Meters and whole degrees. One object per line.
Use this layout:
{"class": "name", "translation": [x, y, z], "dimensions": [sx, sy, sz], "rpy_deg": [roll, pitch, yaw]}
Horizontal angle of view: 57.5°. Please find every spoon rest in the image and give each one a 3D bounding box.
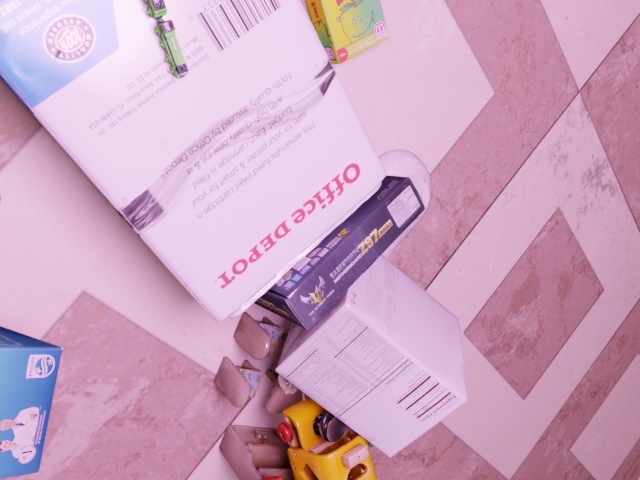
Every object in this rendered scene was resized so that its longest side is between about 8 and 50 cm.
{"class": "spoon rest", "translation": [0.118, -0.010, 0.954], "dimensions": [0.137, 0.084, 0.277], "rpy_deg": [6, 91, -36]}

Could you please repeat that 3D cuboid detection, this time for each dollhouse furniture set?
{"class": "dollhouse furniture set", "translation": [-0.038, 0.258, 0.886], "dimensions": [0.212, 0.161, 0.242], "rpy_deg": [19, 96, -37]}

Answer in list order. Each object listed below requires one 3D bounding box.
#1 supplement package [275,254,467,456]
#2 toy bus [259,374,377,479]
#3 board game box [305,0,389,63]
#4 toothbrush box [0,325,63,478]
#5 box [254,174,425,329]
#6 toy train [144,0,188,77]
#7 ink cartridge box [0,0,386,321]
{"class": "supplement package", "translation": [0.075, 0.143, 0.816], "dimensions": [0.203, 0.194, 0.149], "rpy_deg": [39, 115, -9]}
{"class": "toy bus", "translation": [0.019, 0.293, 0.803], "dimensions": [0.202, 0.104, 0.191], "rpy_deg": [35, 65, -32]}
{"class": "board game box", "translation": [0.024, -0.341, 0.776], "dimensions": [0.092, 0.043, 0.181], "rpy_deg": [-32, 122, -19]}
{"class": "toothbrush box", "translation": [-0.419, 0.129, 0.491], "dimensions": [0.295, 0.216, 0.126], "rpy_deg": [13, 84, -54]}
{"class": "box", "translation": [0.000, 0.000, 0.785], "dimensions": [0.232, 0.183, 0.059], "rpy_deg": [-43, 118, -20]}
{"class": "toy train", "translation": [-0.139, -0.188, 0.530], "dimensions": [0.017, 0.023, 0.083], "rpy_deg": [-29, 119, -20]}
{"class": "ink cartridge box", "translation": [-0.140, -0.149, 0.663], "dimensions": [0.285, 0.166, 0.395], "rpy_deg": [-41, 124, -13]}
